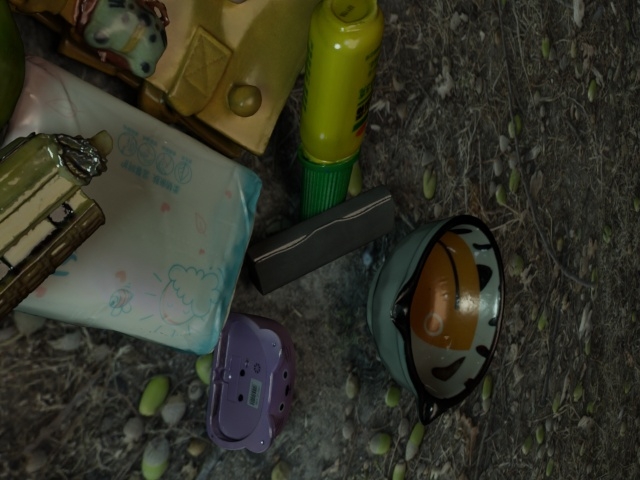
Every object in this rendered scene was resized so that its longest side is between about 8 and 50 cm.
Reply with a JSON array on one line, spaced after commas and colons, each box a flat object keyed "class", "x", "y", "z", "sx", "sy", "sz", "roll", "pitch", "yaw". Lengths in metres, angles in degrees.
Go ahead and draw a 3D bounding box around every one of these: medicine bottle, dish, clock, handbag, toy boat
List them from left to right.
[{"class": "toy boat", "x": -0.224, "y": 0.007, "z": 0.490, "sx": 0.226, "sy": 0.068, "sz": 0.088, "roll": -51, "pitch": 123, "yaw": -25}, {"class": "handbag", "x": -0.148, "y": -0.274, "z": 0.683, "sx": 0.401, "sy": 0.133, "sz": 0.283, "roll": 35, "pitch": 74, "yaw": -45}, {"class": "clock", "x": -0.071, "y": 0.161, "z": 0.830, "sx": 0.050, "sy": 0.110, "sz": 0.153, "roll": 6, "pitch": 90, "yaw": -47}, {"class": "medicine bottle", "x": 0.012, "y": -0.127, "z": 0.827, "sx": 0.309, "sy": 0.076, "sz": 0.111, "roll": 100, "pitch": 7, "yaw": -47}, {"class": "dish", "x": 0.153, "y": 0.098, "z": 1.070, "sx": 0.303, "sy": 0.120, "sz": 0.303, "roll": -9, "pitch": 102, "yaw": -48}]

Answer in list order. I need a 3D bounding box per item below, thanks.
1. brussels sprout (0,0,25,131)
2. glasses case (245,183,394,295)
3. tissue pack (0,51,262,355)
[{"class": "brussels sprout", "x": -0.306, "y": -0.130, "z": 0.472, "sx": 0.223, "sy": 0.161, "sz": 0.223, "roll": 9, "pitch": 72, "yaw": -31}, {"class": "glasses case", "x": 0.001, "y": -0.001, "z": 0.877, "sx": 0.190, "sy": 0.042, "sz": 0.072, "roll": -26, "pitch": 143, "yaw": -19}, {"class": "tissue pack", "x": -0.192, "y": -0.020, "z": 0.660, "sx": 0.271, "sy": 0.124, "sz": 0.201, "roll": 26, "pitch": 72, "yaw": -47}]
